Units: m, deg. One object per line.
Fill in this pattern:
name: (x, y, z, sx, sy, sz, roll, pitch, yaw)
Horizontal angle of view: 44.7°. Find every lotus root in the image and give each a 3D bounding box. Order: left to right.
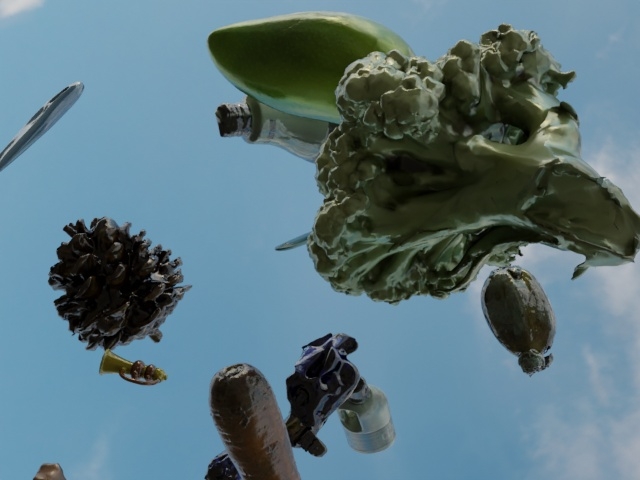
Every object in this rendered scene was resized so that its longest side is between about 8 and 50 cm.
lotus root: (0.267, 0.104, 1.037, 0.088, 0.088, 0.165, -33, -125, 27)

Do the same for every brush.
brush: (0.000, 0.000, 1.080, 0.043, 0.193, 0.032, -8, -80, 33)

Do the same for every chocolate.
chocolate: (-0.038, 0.306, 1.325, 0.148, 0.126, 0.343, 31, -112, 26)

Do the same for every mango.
mango: (-0.013, -0.270, 1.199, 0.343, 0.192, 0.155, 11, -112, 9)

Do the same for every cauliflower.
cauliflower: (0.128, -0.079, 0.712, 0.260, 0.281, 0.327, 40, -108, -8)

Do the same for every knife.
knife: (-0.352, -0.069, 0.813, 0.045, 0.019, 0.313, 7, -130, 35)

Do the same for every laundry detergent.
laundry detergent: (0.083, 0.329, 1.483, 0.099, 0.225, 0.070, -7, -131, 9)

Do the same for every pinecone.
pinecone: (-0.380, 0.086, 1.424, 0.257, 0.243, 0.243, 28, -75, -12)

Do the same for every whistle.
whistle: (-0.305, 0.210, 1.265, 0.109, 0.057, 0.046, 14, -107, 6)

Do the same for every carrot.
carrot: (-0.052, 0.197, 0.707, 0.060, 0.060, 0.186, -10, -74, 33)

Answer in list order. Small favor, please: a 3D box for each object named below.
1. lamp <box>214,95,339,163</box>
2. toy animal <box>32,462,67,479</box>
lamp: (-0.045, -0.209, 1.441, 0.182, 0.314, 0.181, 43, -33, 39)
toy animal: (-0.202, 0.229, 0.465, 0.224, 0.066, 0.229, 7, -65, 19)
